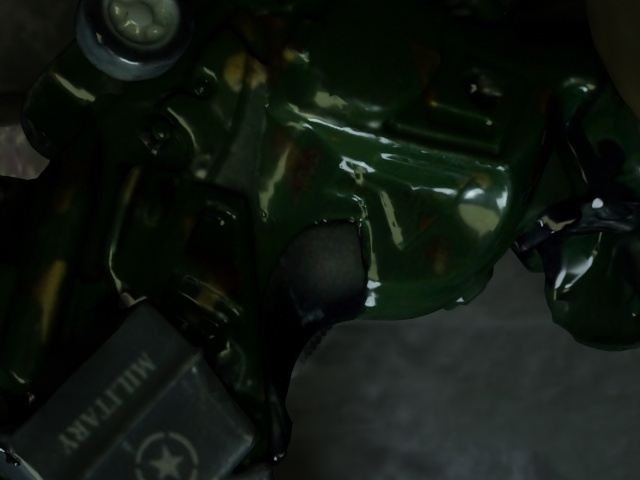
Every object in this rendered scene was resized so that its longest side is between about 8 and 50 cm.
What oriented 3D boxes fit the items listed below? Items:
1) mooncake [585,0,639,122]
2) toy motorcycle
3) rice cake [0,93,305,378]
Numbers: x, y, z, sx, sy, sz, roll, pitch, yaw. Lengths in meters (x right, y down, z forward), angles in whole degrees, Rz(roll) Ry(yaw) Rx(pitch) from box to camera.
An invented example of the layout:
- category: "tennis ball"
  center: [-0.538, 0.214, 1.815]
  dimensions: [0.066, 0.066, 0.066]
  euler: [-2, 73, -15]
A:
- category: "mooncake"
  center: [0.211, -0.102, 0.368]
  dimensions: [0.284, 0.155, 0.284]
  euler: [-1, 94, -9]
- category: "toy motorcycle"
  center: [0.000, 0.000, 0.455]
  dimensions: [0.187, 0.125, 0.274]
  euler: [46, 65, -5]
- category: "rice cake"
  center: [-0.157, 0.006, 0.562]
  dimensions: [0.298, 0.050, 0.106]
  euler: [-3, 109, 10]
